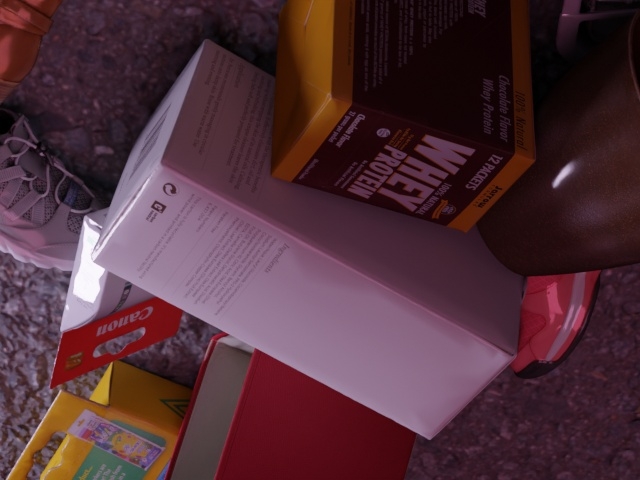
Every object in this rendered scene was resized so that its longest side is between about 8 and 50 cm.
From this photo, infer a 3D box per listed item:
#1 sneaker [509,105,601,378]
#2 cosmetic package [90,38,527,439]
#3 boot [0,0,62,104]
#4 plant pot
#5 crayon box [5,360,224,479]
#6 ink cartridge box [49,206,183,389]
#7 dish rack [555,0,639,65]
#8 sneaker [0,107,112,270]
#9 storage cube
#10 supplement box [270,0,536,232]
[{"bbox_3d":[0.221,-0.009,1.794,0.136,0.116,0.314,17,119,-1],"label":"sneaker"},{"bbox_3d":[0.000,0.000,1.663,0.365,0.197,0.155,30,129,-13],"label":"cosmetic package"},{"bbox_3d":[-0.339,-0.220,1.645,0.197,0.073,0.152,34,107,-7],"label":"boot"},{"bbox_3d":[0.253,-0.060,1.605,0.215,0.215,0.230,38,131,-25],"label":"plant pot"},{"bbox_3d":[-0.174,0.259,1.995,0.323,0.083,0.203,23,124,-18],"label":"crayon box"},{"bbox_3d":[-0.169,0.050,1.789,0.181,0.056,0.225,-22,139,-42],"label":"ink cartridge box"},{"bbox_3d":[0.353,-0.265,1.547,0.285,0.072,0.333,0,152,1],"label":"dish rack"},{"bbox_3d":[-0.296,-0.064,1.734,0.281,0.105,0.115,25,123,-18],"label":"sneaker"},{"bbox_3d":[-0.028,0.206,1.848,0.193,0.215,0.183,22,160,-16],"label":"storage cube"},{"bbox_3d":[0.073,-0.138,1.596,0.194,0.191,0.129,15,144,-19],"label":"supplement box"}]
